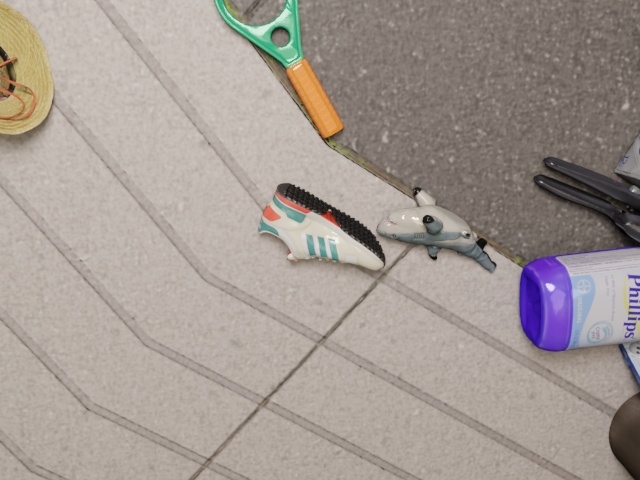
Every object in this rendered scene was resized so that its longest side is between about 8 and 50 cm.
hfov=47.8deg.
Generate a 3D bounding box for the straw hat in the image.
[{"bbox_3d":[-0.360,-0.179,0.767,0.061,0.144,0.144,-4,108,36],"label":"straw hat"}]

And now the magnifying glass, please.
[{"bbox_3d":[-0.041,-0.222,0.820,0.092,0.026,0.231,-31,103,1],"label":"magnifying glass"}]

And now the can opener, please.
[{"bbox_3d":[0.353,-0.053,0.891,0.186,0.073,0.059,30,100,-2],"label":"can opener"}]

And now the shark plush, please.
[{"bbox_3d":[0.150,-0.005,0.895,0.161,0.073,0.067,19,122,-32],"label":"shark plush"}]

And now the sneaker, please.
[{"bbox_3d":[0.000,0.000,0.868,0.161,0.057,0.075,31,115,-14],"label":"sneaker"}]

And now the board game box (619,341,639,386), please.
[{"bbox_3d":[0.454,0.164,0.944,0.090,0.090,0.020,-15,149,-2],"label":"board game box"}]

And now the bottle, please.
[{"bbox_3d":[0.397,0.067,0.905,0.283,0.092,0.118,-5,109,-6],"label":"bottle"}]

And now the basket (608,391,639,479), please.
[{"bbox_3d":[0.473,0.288,0.899,0.154,0.227,0.204,-43,105,4],"label":"basket"}]

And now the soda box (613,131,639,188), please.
[{"bbox_3d":[0.517,-0.049,0.892,0.286,0.091,0.098,29,99,-12],"label":"soda box"}]
